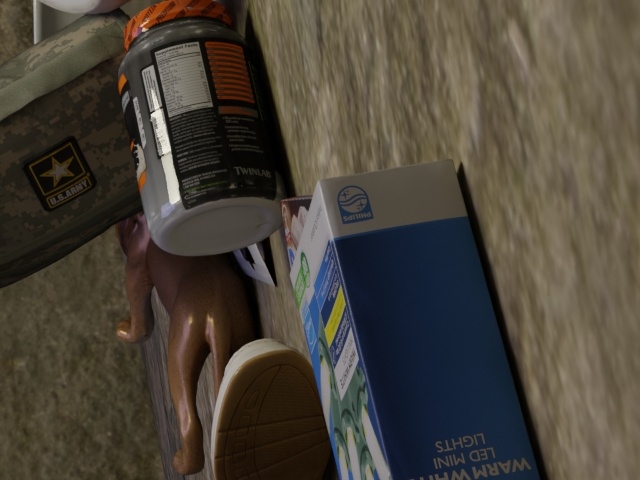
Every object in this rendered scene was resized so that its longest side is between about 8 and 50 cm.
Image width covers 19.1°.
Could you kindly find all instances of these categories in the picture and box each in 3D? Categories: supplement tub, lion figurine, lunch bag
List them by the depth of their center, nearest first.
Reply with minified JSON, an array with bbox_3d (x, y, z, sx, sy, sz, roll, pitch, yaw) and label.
[{"bbox_3d":[-0.099,-0.093,1.542,0.117,0.117,0.190,102,156,-65],"label":"supplement tub"},{"bbox_3d":[-0.249,-0.084,1.718,0.169,0.235,0.287,59,173,9],"label":"lunch bag"},{"bbox_3d":[-0.130,0.043,1.895,0.392,0.142,0.240,50,143,44],"label":"lion figurine"}]

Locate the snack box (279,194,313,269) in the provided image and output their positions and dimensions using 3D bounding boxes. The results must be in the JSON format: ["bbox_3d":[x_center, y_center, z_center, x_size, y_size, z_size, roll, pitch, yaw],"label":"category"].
[{"bbox_3d":[0.000,0.000,1.342,0.178,0.022,0.064,-177,76,-80],"label":"snack box"}]

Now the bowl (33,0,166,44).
[{"bbox_3d":[-0.230,-0.249,2.023,0.298,0.134,0.298,180,90,-86],"label":"bowl"}]

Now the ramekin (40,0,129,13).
[{"bbox_3d":[-0.215,-0.309,1.583,0.273,0.127,0.273,35,155,20],"label":"ramekin"}]

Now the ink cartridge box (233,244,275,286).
[{"bbox_3d":[-0.086,-0.079,1.738,0.232,0.066,0.189,60,172,-8],"label":"ink cartridge box"}]

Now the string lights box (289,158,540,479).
[{"bbox_3d":[0.055,0.105,0.972,0.133,0.077,0.259,106,152,-65],"label":"string lights box"}]

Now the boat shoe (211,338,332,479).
[{"bbox_3d":[-0.045,0.172,1.544,0.096,0.098,0.277,-112,14,-47],"label":"boat shoe"}]
